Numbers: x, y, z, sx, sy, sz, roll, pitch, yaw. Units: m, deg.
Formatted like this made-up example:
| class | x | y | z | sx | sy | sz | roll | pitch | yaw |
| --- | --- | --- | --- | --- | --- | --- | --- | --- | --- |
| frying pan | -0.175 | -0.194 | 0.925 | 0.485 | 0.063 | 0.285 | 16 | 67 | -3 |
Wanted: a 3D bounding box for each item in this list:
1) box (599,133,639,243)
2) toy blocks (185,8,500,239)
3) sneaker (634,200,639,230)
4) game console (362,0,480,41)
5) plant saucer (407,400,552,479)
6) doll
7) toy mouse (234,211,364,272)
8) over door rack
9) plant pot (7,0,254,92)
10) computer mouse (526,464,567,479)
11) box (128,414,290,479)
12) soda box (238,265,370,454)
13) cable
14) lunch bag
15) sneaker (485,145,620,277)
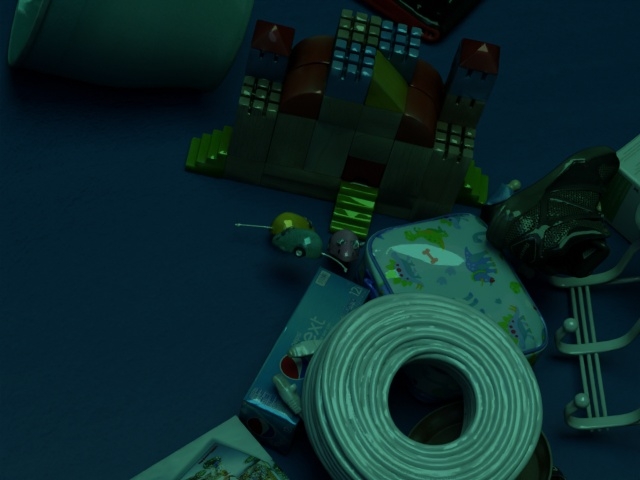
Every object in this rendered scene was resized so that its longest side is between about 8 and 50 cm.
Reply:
| class | x | y | z | sx | sy | sz | roll | pitch | yaw |
| --- | --- | --- | --- | --- | --- | --- | --- | --- | --- |
| box | 0.414 | -0.071 | 2.030 | 0.102 | 0.101 | 0.087 | -36 | 68 | -30 |
| toy blocks | 0.046 | -0.159 | 1.911 | 0.381 | 0.261 | 0.190 | 13 | 52 | -3 |
| sneaker | 0.477 | 0.003 | 1.866 | 0.212 | 0.080 | 0.094 | 40 | 36 | 19 |
| game console | 0.130 | -0.477 | 2.306 | 0.342 | 0.060 | 0.386 | 37 | 55 | 9 |
| plant saucer | 0.172 | 0.252 | 1.756 | 0.168 | 0.029 | 0.168 | -5 | 49 | 5 |
| doll | 0.257 | -0.013 | 1.984 | 0.189 | 0.046 | 0.129 | 1 | 73 | -11 |
| toy mouse | 0.000 | 0.000 | 1.883 | 0.161 | 0.031 | 0.143 | 8 | 15 | -29 |
| over door rack | 0.439 | 0.105 | 1.866 | 0.324 | 0.108 | 0.239 | 1 | 49 | -1 |
| plant pot | -0.225 | -0.308 | 1.975 | 0.255 | 0.271 | 0.271 | 16 | 51 | -19 |
| computer mouse | 0.344 | 0.349 | 1.719 | 0.272 | 0.072 | 0.188 | 6 | 54 | 12 |
| box | -0.134 | 0.304 | 1.662 | 0.233 | 0.044 | 0.159 | -29 | 65 | -29 |
| soda box | -0.019 | 0.134 | 1.797 | 0.067 | 0.071 | 0.210 | 26 | 53 | 7 |
| cable | 0.110 | 0.175 | 1.698 | 0.257 | 0.089 | 0.257 | -25 | 74 | -22 |
| lunch bag | 0.148 | 0.077 | 1.866 | 0.176 | 0.090 | 0.219 | -14 | 58 | -23 |
| sneaker | 0.310 | -0.027 | 1.897 | 0.130 | 0.087 | 0.227 | 39 | 46 | 19 |
